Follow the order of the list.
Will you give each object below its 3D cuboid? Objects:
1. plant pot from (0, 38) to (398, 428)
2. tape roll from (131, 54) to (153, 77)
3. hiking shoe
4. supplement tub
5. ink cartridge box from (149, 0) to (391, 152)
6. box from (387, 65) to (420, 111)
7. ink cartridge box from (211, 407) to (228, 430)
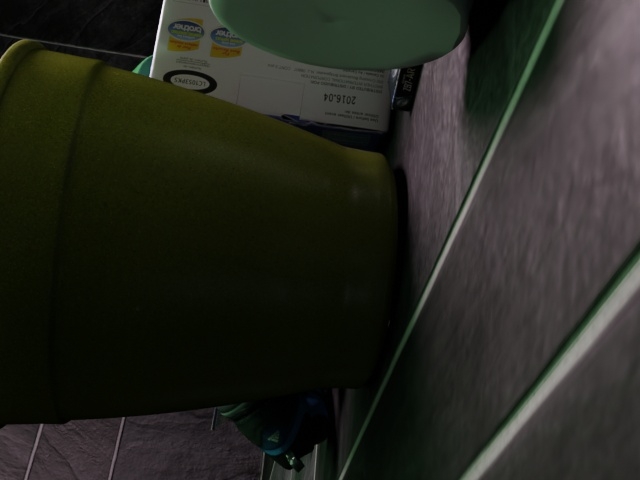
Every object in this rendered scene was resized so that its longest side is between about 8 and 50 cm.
[{"bbox_3d":[-0.117,0.011,0.794,0.366,0.353,0.366,-174,90,-84],"label":"plant pot"},{"bbox_3d":[-0.150,-0.110,1.128,0.077,0.321,0.321,-36,29,27],"label":"tape roll"},{"bbox_3d":[-0.042,0.218,1.091,0.113,0.132,0.304,-39,-5,15],"label":"hiking shoe"},{"bbox_3d":[0.028,-0.272,0.543,0.191,0.191,0.272,123,154,-80],"label":"supplement tub"},{"bbox_3d":[-0.046,-0.249,0.949,0.151,0.270,0.395,108,170,-80],"label":"ink cartridge box"},{"bbox_3d":[0.083,-0.176,0.783,0.067,0.018,0.083,-89,8,-55],"label":"box"},{"bbox_3d":[-0.104,0.201,1.420,0.224,0.045,0.223,-24,-39,-40],"label":"ink cartridge box"}]
